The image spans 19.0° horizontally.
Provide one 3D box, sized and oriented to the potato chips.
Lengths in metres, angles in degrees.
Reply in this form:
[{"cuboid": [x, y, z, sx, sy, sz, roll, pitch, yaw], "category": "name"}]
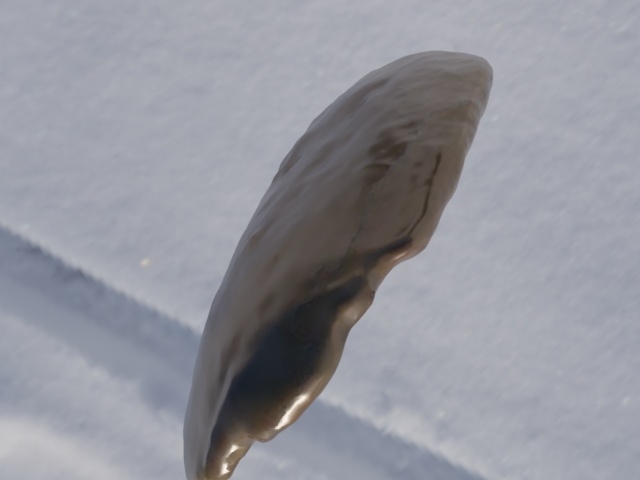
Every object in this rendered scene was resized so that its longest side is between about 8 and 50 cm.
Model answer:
[{"cuboid": [0.000, 0.000, 0.635, 0.049, 0.201, 0.150, 29, 128, -4], "category": "potato chips"}]
